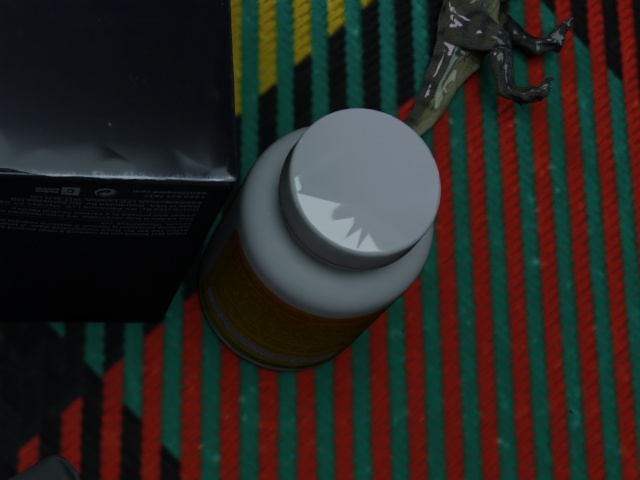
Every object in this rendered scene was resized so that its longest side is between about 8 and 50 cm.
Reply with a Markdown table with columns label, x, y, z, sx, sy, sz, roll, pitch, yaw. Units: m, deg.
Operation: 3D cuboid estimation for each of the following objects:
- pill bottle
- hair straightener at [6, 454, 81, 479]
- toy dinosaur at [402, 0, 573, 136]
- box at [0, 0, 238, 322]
| label | x | y | z | sx | sy | sz | roll | pitch | yaw |
| --- | --- | --- | --- | --- | --- | --- | --- | --- | --- |
| pill bottle | 0.000 | 0.000 | 1.070 | 0.136 | 0.246 | 0.136 | 5 | 71 | -13 |
| hair straightener | -0.253 | 0.198 | 0.991 | 0.230 | 0.089 | 0.047 | -20 | 81 | -37 |
| toy dinosaur | 0.143 | -0.167 | 1.270 | 0.118 | 0.064 | 0.268 | 22 | 70 | 0 |
| box | -0.175 | -0.147 | 1.039 | 0.178 | 0.312 | 0.343 | 2 | 72 | -15 |
